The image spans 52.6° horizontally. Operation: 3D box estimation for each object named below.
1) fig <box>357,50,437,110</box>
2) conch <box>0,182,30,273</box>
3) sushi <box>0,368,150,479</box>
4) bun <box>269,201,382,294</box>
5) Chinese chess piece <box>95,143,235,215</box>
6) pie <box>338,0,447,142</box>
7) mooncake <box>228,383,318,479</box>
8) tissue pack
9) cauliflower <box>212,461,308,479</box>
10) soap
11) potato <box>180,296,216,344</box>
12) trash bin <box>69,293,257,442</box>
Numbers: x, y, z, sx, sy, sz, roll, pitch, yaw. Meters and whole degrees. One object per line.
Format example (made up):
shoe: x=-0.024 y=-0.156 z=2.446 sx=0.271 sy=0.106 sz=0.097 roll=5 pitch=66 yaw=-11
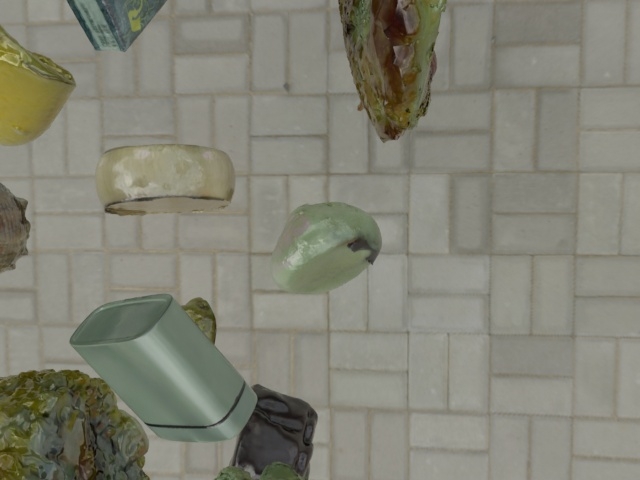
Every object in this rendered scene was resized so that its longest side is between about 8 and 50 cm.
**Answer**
fig: x=0.095 y=-0.254 z=0.982 sx=0.153 sy=0.119 sz=0.119 roll=-43 pitch=89 yaw=21
conch: x=-0.451 y=-0.021 z=0.745 sx=0.178 sy=0.245 sz=0.163 roll=-31 pitch=88 yaw=0
sushi: x=-0.373 y=0.370 z=0.860 sx=0.240 sy=0.351 sz=0.397 roll=-12 pitch=116 yaw=3
bun: x=0.000 y=0.000 z=1.595 sx=0.293 sy=0.293 sz=0.187 roll=-28 pitch=63 yaw=8
Chinese chess piece: x=-0.280 y=-0.105 z=1.183 sx=0.249 sy=0.250 sz=0.103 roll=-3 pitch=86 yaw=7
pie: x=0.073 y=-0.267 z=0.681 sx=0.102 sy=0.288 sz=0.355 roll=-5 pitch=54 yaw=-2
mooncake: x=-0.136 y=0.583 z=1.617 sx=0.212 sy=0.351 sz=0.381 roll=17 pitch=135 yaw=2
tissue pack: x=-0.311 y=-0.432 z=0.930 sx=0.081 sy=0.257 sz=0.185 roll=7 pitch=53 yaw=21
cauliflower: x=-0.104 y=0.513 z=1.154 sx=0.327 sy=0.260 sz=0.281 roll=11 pitch=88 yaw=-37
soap: x=-0.595 y=-0.298 z=1.117 sx=0.306 sy=0.427 sz=0.115 roll=38 pitch=58 yaw=-30
potato: x=-0.317 y=0.208 z=1.535 sx=0.081 sy=0.120 sz=0.149 roll=-5 pitch=81 yaw=45
trash bin: x=-0.136 y=0.114 z=0.565 sx=0.116 sy=0.059 sz=0.130 roll=-12 pitch=124 yaw=35
